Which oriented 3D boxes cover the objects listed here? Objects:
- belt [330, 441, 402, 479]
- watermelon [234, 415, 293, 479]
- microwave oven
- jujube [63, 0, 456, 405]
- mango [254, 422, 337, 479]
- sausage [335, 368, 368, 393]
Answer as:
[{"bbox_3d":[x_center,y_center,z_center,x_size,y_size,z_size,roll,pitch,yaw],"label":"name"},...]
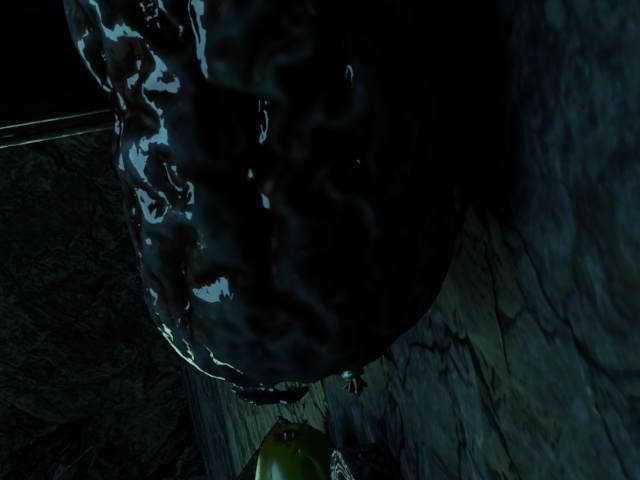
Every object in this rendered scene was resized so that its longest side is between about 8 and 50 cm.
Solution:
[{"bbox_3d":[0.064,0.248,0.820,0.232,0.053,0.071,-130,38,-64],"label":"belt"},{"bbox_3d":[-0.041,0.315,1.137,0.136,0.202,0.207,5,114,36],"label":"watermelon"},{"bbox_3d":[-0.246,-0.273,1.009,0.218,0.354,0.286,95,160,-50],"label":"microwave oven"},{"bbox_3d":[-0.028,-0.075,0.569,0.226,0.226,0.317,-150,51,-73],"label":"jujube"},{"bbox_3d":[-0.001,0.303,1.031,0.125,0.111,0.233,-93,-20,-84],"label":"mango"},{"bbox_3d":[0.000,0.000,0.833,0.083,0.083,0.264,156,101,-77],"label":"sausage"}]
